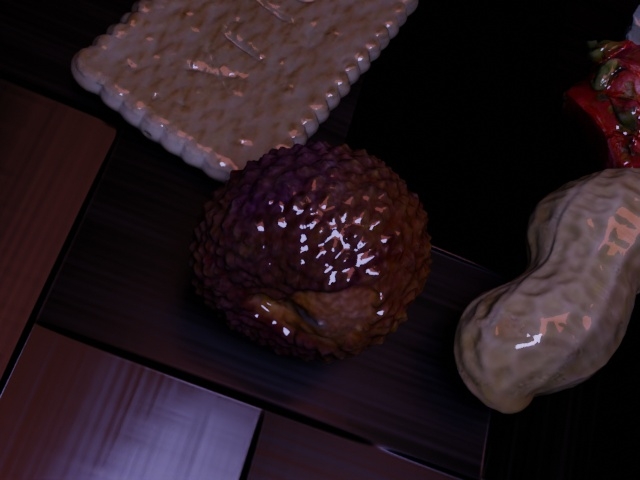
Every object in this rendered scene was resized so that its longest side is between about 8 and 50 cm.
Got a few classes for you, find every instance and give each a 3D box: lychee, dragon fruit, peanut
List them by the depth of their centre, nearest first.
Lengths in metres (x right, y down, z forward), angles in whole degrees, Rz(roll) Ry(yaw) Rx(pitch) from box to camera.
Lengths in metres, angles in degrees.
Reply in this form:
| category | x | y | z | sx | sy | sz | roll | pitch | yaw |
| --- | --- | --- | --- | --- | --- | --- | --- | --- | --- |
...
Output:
| category | x | y | z | sx | sy | sz | roll | pitch | yaw |
| --- | --- | --- | --- | --- | --- | --- | --- | --- | --- |
| lychee | 0.000 | 0.000 | 0.703 | 0.188 | 0.188 | 0.188 | 7 | 64 | -16 |
| peanut | 0.228 | 0.036 | 0.791 | 0.136 | 0.120 | 0.298 | 37 | 63 | 15 |
| dragon fruit | 0.345 | -0.145 | 0.889 | 0.172 | 0.160 | 0.167 | -28 | 103 | -7 |

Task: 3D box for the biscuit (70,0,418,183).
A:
| category | x | y | z | sx | sy | sz | roll | pitch | yaw |
| --- | --- | --- | --- | --- | --- | --- | --- | --- | --- |
| biscuit | -0.061 | -0.199 | 0.845 | 0.217 | 0.044 | 0.325 | 35 | 61 | 0 |

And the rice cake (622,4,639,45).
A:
| category | x | y | z | sx | sy | sz | roll | pitch | yaw |
| --- | --- | --- | --- | --- | --- | --- | --- | --- | --- |
| rice cake | 0.444 | -0.169 | 1.005 | 0.237 | 0.043 | 0.127 | 28 | 61 | -4 |
